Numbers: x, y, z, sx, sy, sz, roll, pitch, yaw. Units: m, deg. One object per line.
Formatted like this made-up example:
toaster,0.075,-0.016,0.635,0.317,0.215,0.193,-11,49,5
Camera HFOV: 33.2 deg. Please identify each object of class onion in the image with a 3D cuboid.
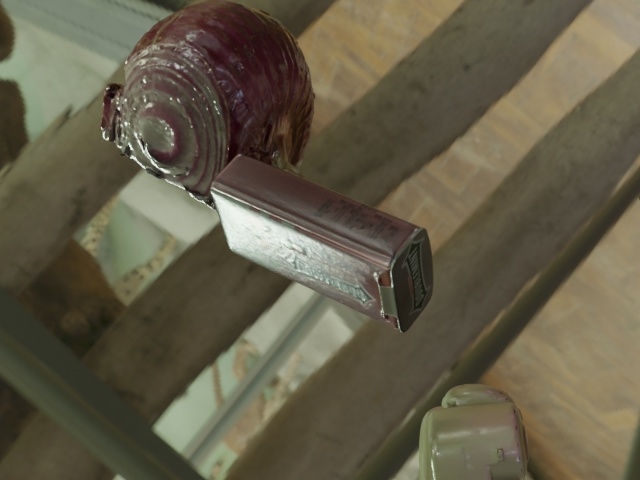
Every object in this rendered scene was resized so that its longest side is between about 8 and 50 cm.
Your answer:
onion,-0.111,-0.167,1.290,0.272,0.230,0.256,19,-167,-3

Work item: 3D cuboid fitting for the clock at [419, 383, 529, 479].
clock,0.173,0.293,1.131,0.309,0.114,0.284,-12,-87,-81

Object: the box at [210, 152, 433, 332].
box,0.000,0.000,1.075,0.224,0.069,0.120,22,148,29
